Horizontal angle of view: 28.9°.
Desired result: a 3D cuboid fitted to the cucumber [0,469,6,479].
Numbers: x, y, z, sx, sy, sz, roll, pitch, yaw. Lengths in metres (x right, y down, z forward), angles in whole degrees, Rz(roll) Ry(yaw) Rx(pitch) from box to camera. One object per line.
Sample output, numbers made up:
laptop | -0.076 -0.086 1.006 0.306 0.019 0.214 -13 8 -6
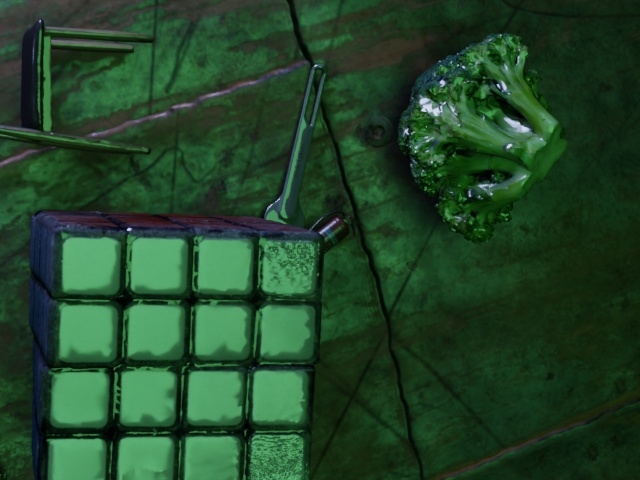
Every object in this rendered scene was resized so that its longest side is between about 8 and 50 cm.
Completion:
cucumber | -0.489 0.368 1.693 0.086 0.115 0.193 0 106 25

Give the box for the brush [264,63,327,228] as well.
brush | -0.030 -0.129 1.818 0.062 0.027 0.266 15 86 -17

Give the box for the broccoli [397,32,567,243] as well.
broccoli | 0.245 -0.150 1.787 0.265 0.245 0.294 -9 122 -33

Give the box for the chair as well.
chair | -0.368 -0.200 1.634 0.272 0.188 0.166 1 94 -19

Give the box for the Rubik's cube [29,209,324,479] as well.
Rubik's cube | -0.203 0.137 1.621 0.344 0.344 0.337 2 93 -15

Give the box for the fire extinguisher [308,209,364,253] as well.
fire extinguisher | 0.000 0.000 1.827 0.132 0.039 0.056 -39 113 -10
